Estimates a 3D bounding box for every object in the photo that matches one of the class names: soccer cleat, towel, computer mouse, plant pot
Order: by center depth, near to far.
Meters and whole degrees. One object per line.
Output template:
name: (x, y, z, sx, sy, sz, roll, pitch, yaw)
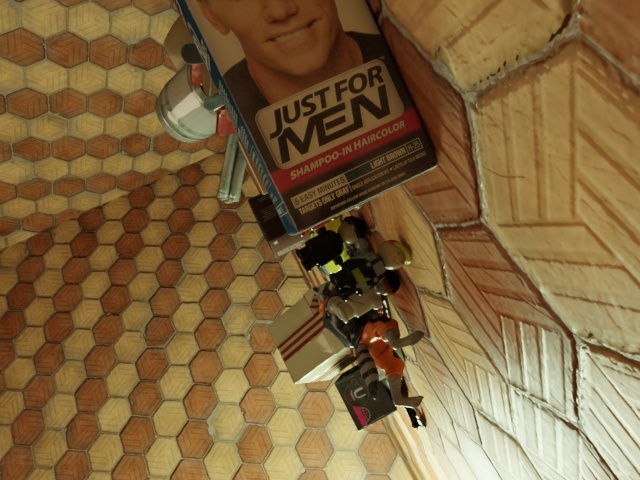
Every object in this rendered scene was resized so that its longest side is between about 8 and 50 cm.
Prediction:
soccer cleat: (0.041, 0.013, 1.156, 0.121, 0.093, 0.289, 29, 157, 15)
computer mouse: (0.229, 0.448, 1.336, 0.184, 0.060, 0.262, 53, 168, 57)
plant pot: (-0.430, -0.661, 1.583, 0.284, 0.191, 0.284, 62, 172, 15)
towel: (-0.313, -0.324, 1.700, 0.320, 0.090, 0.375, -161, 82, -75)

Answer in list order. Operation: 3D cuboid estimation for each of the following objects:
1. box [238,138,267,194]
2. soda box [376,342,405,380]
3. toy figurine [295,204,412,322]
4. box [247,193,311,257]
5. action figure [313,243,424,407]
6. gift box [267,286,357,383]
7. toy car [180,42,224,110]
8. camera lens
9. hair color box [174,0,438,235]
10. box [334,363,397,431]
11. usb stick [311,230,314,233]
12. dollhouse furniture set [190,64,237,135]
box: (-0.146, -0.235, 1.317, 0.170, 0.130, 0.091, 64, 173, -9)
soda box: (0.121, 0.240, 1.253, 0.286, 0.091, 0.098, 54, 169, 53)
toy figurine: (0.055, 0.020, 0.809, 0.209, 0.148, 0.213, 53, 166, 27)
box: (-0.152, -0.078, 1.738, 0.203, 0.168, 0.167, 61, 172, 23)
action figure: (0.083, 0.167, 0.990, 0.330, 0.178, 0.341, 39, 157, 51)
gift box: (0.013, 0.310, 1.473, 0.255, 0.258, 0.276, 57, -161, 23)
toy car: (-0.109, -0.278, 0.699, 0.149, 0.188, 0.155, 53, 167, 53)
camera lens: (-0.381, -0.462, 1.475, 0.274, 0.219, 0.219, -19, 100, 42)
hair color box: (-0.030, -0.196, 0.497, 0.347, 0.173, 0.105, 64, 172, -4)
box: (0.156, 0.499, 1.509, 0.165, 0.143, 0.270, 61, -177, 13)
usb stick: (0.000, 0.000, 1.439, 0.077, 0.045, 0.278, 62, 172, 20)
dollhouse furniture set: (-0.209, -0.453, 1.108, 0.201, 0.152, 0.374, 62, 155, 15)
